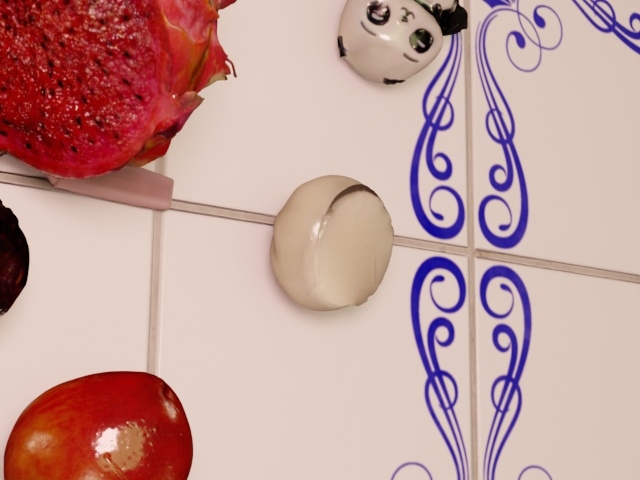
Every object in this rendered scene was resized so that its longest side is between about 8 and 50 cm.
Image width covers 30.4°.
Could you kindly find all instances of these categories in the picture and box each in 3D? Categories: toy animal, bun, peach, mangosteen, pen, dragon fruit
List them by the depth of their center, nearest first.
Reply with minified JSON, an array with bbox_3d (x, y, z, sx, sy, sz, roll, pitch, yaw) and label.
[{"bbox_3d":[-0.388,0.023,1.190,0.184,0.172,0.172,-25,95,-25],"label":"mangosteen"},{"bbox_3d":[-0.222,0.222,1.232,0.197,0.197,0.197,8,76,-33],"label":"peach"},{"bbox_3d":[-0.241,-0.262,1.243,0.386,0.371,0.249,38,41,10],"label":"dragon fruit"},{"bbox_3d":[-0.264,-0.076,1.374,0.197,0.032,0.053,16,72,-33],"label":"pen"},{"bbox_3d":[0.000,0.000,1.483,0.173,0.120,0.172,-20,116,-48],"label":"bun"},{"bbox_3d":[0.113,-0.296,1.612,0.166,0.138,0.179,34,57,-6],"label":"toy animal"}]
